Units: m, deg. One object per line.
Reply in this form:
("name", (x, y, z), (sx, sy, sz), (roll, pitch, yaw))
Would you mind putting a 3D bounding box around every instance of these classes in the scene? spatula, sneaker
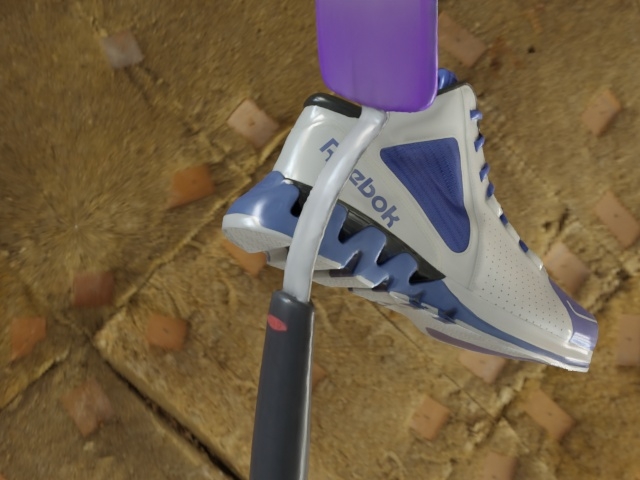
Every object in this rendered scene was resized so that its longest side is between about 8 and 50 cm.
("spatula", (0.000, 0.000, 0.430), (0.030, 0.084, 0.296), (5, -78, -34))
("sneaker", (0.098, -0.025, 0.814), (0.316, 0.127, 0.182), (26, -100, -23))
